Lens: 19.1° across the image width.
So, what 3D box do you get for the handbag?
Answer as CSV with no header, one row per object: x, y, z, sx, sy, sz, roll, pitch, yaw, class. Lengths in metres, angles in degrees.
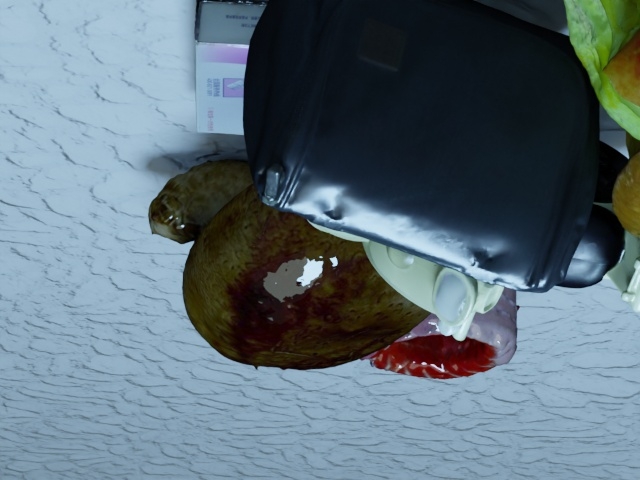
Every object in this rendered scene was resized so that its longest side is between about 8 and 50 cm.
0.094,-0.114,1.582,0.301,0.275,0.178,20,119,-11,handbag

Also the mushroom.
0.007,0.023,2.015,0.345,0.239,0.345,-5,-177,0,mushroom

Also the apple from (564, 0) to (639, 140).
0.292,-0.166,1.473,0.246,0.246,0.226,3,140,5,apple

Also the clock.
0.160,-0.022,1.781,0.379,0.276,0.120,-3,126,-25,clock

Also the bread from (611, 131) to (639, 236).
0.414,-0.116,1.653,0.340,0.194,0.179,-5,149,16,bread

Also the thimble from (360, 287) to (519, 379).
0.142,0.082,2.214,0.189,0.125,0.163,-14,149,36,thimble

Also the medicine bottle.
-0.035,-0.160,1.804,0.171,0.052,0.201,5,158,-2,medicine bottle
